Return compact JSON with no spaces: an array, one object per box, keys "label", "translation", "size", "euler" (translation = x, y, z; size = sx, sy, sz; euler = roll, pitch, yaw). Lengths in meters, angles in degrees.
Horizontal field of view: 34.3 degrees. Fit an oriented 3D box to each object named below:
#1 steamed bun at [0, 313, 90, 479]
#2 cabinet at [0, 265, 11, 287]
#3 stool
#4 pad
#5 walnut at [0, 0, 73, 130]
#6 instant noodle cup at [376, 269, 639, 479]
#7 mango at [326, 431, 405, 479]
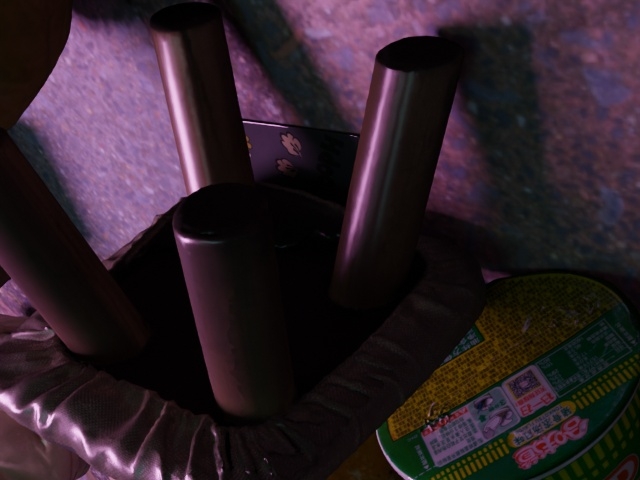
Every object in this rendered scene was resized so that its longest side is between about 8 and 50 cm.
[{"label":"steamed bun","translation":[-0.374,0.232,1.363],"size":[0.280,0.207,0.268],"euler":[179,92,-68]},{"label":"cabinet","translation":[-0.453,-0.047,1.210],"size":[0.215,0.148,0.174],"euler":[7,131,36]},{"label":"stool","translation":[-0.073,-0.007,0.735],"size":[0.310,0.310,0.226],"euler":[15,129,32]},{"label":"pad","translation":[0.000,0.000,0.929],"size":[0.170,0.006,0.245],"euler":[13,136,37]},{"label":"walnut","translation":[-0.344,-0.209,0.821],"size":[0.282,0.253,0.277],"euler":[48,148,22]},{"label":"instant noodle cup","translation":[0.184,0.171,0.782],"size":[0.207,0.207,0.232],"euler":[-1,135,45]},{"label":"mango","translation":[-0.067,0.126,0.925],"size":[0.384,0.221,0.199],"euler":[18,166,34]}]
